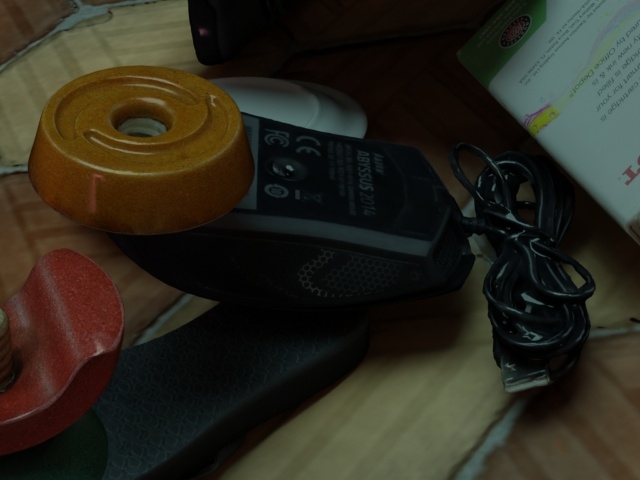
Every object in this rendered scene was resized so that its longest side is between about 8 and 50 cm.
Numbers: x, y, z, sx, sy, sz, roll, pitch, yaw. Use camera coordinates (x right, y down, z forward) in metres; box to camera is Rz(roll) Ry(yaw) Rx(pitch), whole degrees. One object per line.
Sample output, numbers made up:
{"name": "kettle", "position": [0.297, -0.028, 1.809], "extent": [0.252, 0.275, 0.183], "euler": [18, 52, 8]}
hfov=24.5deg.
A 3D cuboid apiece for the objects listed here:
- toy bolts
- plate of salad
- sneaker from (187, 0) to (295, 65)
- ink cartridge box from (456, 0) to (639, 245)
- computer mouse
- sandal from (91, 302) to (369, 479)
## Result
{"name": "toy bolts", "position": [-0.126, 0.043, 0.643], "extent": [0.218, 0.159, 0.228], "euler": [-7, 40, -16]}
{"name": "plate of salad", "position": [-0.068, -0.056, 0.933], "extent": [0.199, 0.048, 0.200], "euler": [-6, 27, 3]}
{"name": "sneaker", "position": [-0.034, -0.204, 1.096], "extent": [0.098, 0.083, 0.224], "euler": [0, 37, 11]}
{"name": "ink cartridge box", "position": [0.192, -0.090, 0.801], "extent": [0.154, 0.093, 0.212], "euler": [-46, 34, 10]}
{"name": "computer mouse", "position": [0.000, 0.000, 0.770], "extent": [0.272, 0.072, 0.188], "euler": [13, 33, -4]}
{"name": "sandal", "position": [-0.079, 0.093, 0.741], "extent": [0.254, 0.054, 0.097], "euler": [-22, 42, -27]}
